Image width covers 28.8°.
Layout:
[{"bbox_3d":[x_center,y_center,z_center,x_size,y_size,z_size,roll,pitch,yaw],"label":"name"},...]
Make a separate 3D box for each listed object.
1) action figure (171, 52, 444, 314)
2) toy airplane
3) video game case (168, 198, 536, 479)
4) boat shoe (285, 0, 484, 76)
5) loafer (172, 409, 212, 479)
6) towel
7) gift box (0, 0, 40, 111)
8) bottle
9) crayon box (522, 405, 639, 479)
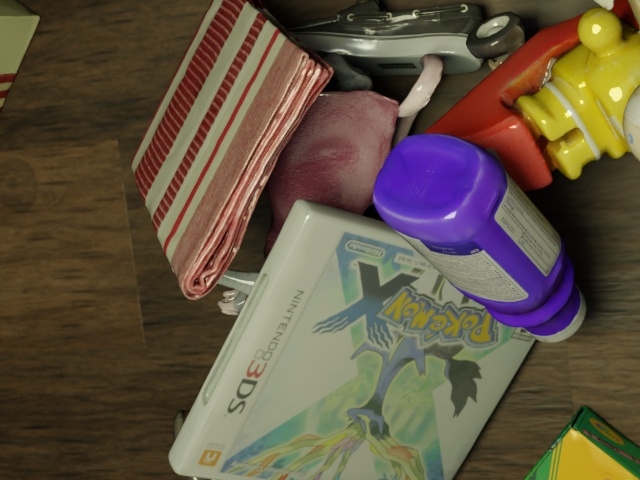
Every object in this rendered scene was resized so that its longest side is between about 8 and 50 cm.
[{"bbox_3d":[0.000,0.000,1.291,0.276,0.248,0.370,-4,94,6],"label":"action figure"},{"bbox_3d":[0.320,-0.153,1.082,0.386,0.272,0.384,16,123,-5],"label":"toy airplane"},{"bbox_3d":[0.052,0.128,1.242,0.300,0.329,0.036,-63,35,18],"label":"video game case"},{"bbox_3d":[0.060,-0.217,1.287,0.229,0.080,0.076,3,77,25],"label":"boat shoe"},{"bbox_3d":[-0.020,0.312,1.392,0.130,0.134,0.366,-41,93,-1],"label":"loafer"},{"bbox_3d":[-0.099,-0.110,1.193,0.037,0.329,0.237,24,104,-25],"label":"towel"},{"bbox_3d":[-0.486,-0.210,1.394,0.276,0.258,0.255,29,109,15],"label":"gift box"},{"bbox_3d":[0.159,0.009,1.127,0.118,0.283,0.092,17,74,42],"label":"bottle"},{"bbox_3d":[0.324,0.323,1.270,0.278,0.081,0.165,38,110,11],"label":"crayon box"}]
